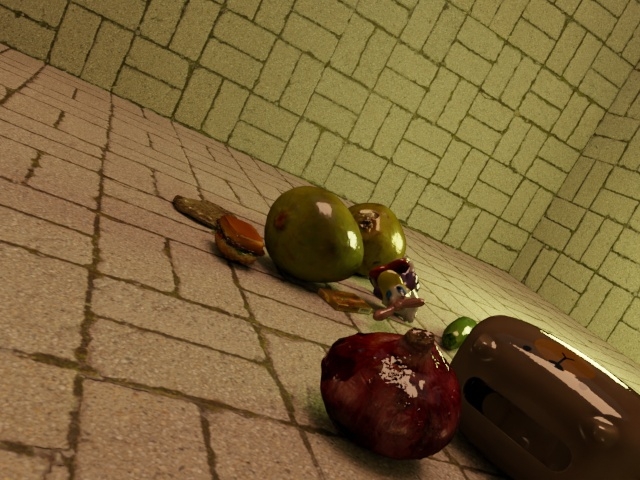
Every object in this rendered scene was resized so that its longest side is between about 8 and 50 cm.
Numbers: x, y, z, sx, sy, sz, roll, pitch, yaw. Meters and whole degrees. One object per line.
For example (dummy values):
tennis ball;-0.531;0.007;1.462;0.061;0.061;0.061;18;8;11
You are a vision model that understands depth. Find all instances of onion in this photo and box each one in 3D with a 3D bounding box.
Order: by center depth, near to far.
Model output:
onion;0.128;0.236;0.985;0.252;0.219;0.252;20;19;-7

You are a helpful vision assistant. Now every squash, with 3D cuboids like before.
squash;0.441;0.283;1.832;0.082;0.082;0.292;32;12;22

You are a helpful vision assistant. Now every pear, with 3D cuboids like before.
pear;0.171;0.002;2.046;0.269;0.269;0.321;30;-7;13

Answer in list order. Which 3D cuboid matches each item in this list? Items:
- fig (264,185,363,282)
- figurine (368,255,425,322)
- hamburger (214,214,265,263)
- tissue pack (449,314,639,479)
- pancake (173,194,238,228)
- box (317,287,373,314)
fig;0.000;0.000;1.652;0.326;0.258;0.258;36;4;-38
figurine;0.223;0.155;1.731;0.421;0.154;0.193;28;42;-77
hamburger;-0.211;0.007;1.531;0.137;0.087;0.166;22;14;-28
tissue pack;0.423;0.327;1.132;0.277;0.267;0.387;11;22;-49
pancake;-0.336;-0.082;1.777;0.235;0.029;0.212;15;18;-46
box;0.070;0.168;1.630;0.156;0.022;0.089;16;16;-46
